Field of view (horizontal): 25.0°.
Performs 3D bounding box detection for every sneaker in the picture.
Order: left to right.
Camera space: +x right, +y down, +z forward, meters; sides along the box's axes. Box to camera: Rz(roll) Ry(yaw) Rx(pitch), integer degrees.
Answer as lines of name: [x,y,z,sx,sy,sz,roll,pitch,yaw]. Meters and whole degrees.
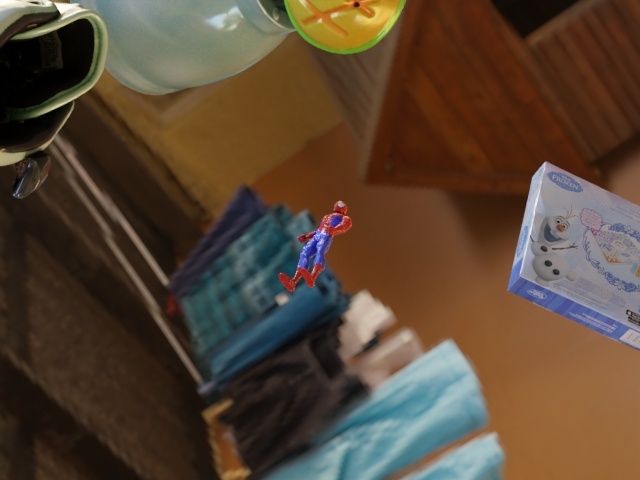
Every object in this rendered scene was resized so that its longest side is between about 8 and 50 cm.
sneaker: [-0.157,-0.096,0.711,0.256,0.151,0.094,-62,-32,-56]

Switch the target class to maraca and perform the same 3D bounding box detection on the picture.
maraca: [0.027,-0.265,1.331,0.127,0.186,0.099,16,-163,17]

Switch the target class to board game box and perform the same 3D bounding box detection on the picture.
board game box: [0.158,0.009,0.828,0.090,0.020,0.090,25,-128,-7]

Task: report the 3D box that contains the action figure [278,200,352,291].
action figure: [0.000,0.000,1.274,0.030,0.038,0.115,58,-143,-18]

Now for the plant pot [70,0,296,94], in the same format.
plant pot: [-0.113,-0.312,1.592,0.293,0.196,0.293,0,-90,-58]
